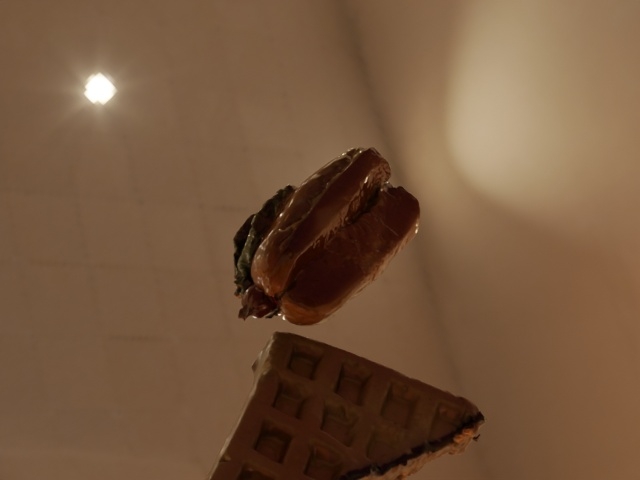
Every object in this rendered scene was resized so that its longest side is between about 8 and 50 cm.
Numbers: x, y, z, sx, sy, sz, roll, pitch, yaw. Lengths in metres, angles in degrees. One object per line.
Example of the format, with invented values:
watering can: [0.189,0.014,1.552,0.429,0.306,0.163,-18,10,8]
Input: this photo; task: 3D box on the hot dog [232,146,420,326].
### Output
hot dog: [0.000,0.000,0.755,0.056,0.041,0.133,55,-144,-7]

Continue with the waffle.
waffle: [0.004,0.093,0.667,0.097,0.023,0.152,23,-147,3]
